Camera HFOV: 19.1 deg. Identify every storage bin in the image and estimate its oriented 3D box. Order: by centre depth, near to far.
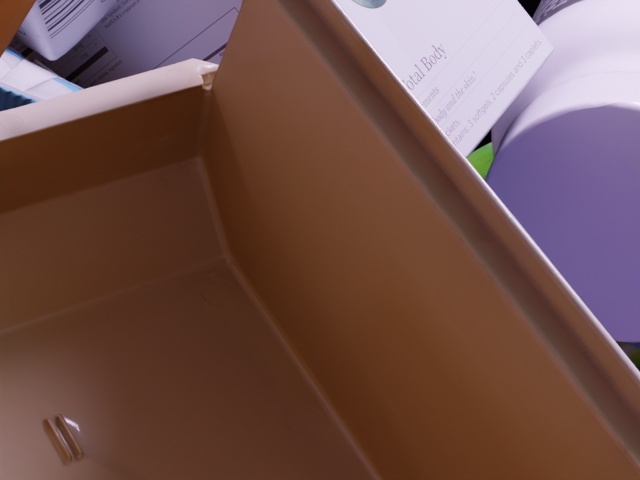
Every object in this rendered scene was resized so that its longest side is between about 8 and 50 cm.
[{"bbox_3d":[-0.076,0.063,0.466,0.260,0.262,0.123,54,-30,32],"label":"storage bin"}]

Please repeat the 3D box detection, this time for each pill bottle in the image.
[{"bbox_3d":[0.234,-0.101,1.296,0.210,0.210,0.363,44,36,-9],"label":"pill bottle"}]

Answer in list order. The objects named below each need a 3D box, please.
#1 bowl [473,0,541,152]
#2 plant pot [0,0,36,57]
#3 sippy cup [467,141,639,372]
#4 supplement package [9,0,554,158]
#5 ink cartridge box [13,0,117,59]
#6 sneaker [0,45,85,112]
[{"bbox_3d":[0.133,-0.145,1.547,0.077,0.391,0.391,49,12,33],"label":"bowl"},{"bbox_3d":[-0.203,-0.075,0.669,0.205,0.188,0.205,43,13,-12],"label":"plant pot"},{"bbox_3d":[0.204,0.067,1.507,0.305,0.224,0.240,48,14,9],"label":"sippy cup"},{"bbox_3d":[-0.040,-0.130,1.151,0.263,0.198,0.199,50,45,-9],"label":"supplement package"},{"bbox_3d":[-0.273,-0.272,0.959,0.330,0.071,0.324,28,-25,25],"label":"ink cartridge box"},{"bbox_3d":[-0.162,-0.064,1.026,0.092,0.087,0.228,50,10,31],"label":"sneaker"}]
